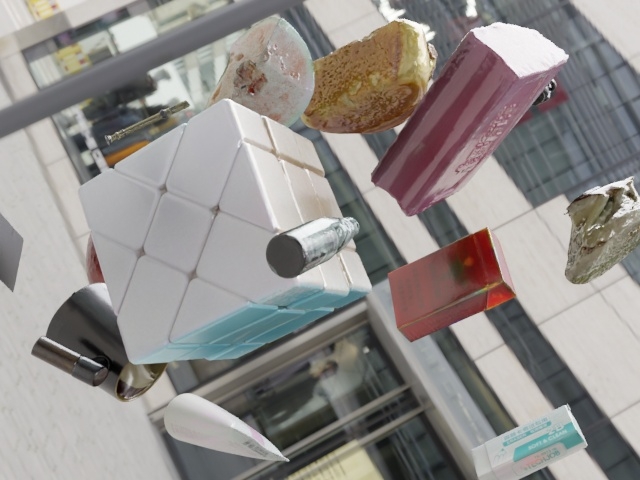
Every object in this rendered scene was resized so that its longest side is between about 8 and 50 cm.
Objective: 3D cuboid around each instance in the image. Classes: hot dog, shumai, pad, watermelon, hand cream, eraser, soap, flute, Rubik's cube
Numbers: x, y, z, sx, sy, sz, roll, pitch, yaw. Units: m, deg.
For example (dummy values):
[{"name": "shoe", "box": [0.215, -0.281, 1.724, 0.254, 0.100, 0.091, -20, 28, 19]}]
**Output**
[{"name": "hot dog", "box": [0.141, -0.406, 2.020, 0.223, 0.405, 0.185, 18, 64, -45]}, {"name": "shumai", "box": [0.477, -0.023, 1.327, 0.120, 0.201, 0.201, 52, -13, 24]}, {"name": "pad", "box": [-0.776, -0.004, 1.837, 0.243, 0.004, 0.163, 72, 11, -54]}, {"name": "watermelon", "box": [-0.146, -0.387, 1.921, 0.188, 0.322, 0.175, 32, 20, -38]}, {"name": "hand cream", "box": [-0.242, 0.451, 1.859, 0.359, 0.118, 0.185, 2, -34, 48]}, {"name": "eraser", "box": [0.425, 0.425, 1.587, 0.052, 0.225, 0.095, 56, 13, -19]}, {"name": "soap", "box": [0.267, -0.226, 1.432, 0.128, 0.233, 0.359, 47, -48, 14]}, {"name": "flute", "box": [-0.434, -0.301, 1.955, 0.027, 0.233, 0.027, 49, -22, 28]}, {"name": "Rubik's cube", "box": [-0.151, 0.002, 1.292, 0.316, 0.322, 0.318, 16, 50, -66]}]

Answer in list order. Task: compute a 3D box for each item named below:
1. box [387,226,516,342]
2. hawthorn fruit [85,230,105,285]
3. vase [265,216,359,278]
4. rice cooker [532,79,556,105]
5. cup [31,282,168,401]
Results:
[{"name": "box", "box": [0.343, 0.118, 2.057, 0.089, 0.313, 0.197, 45, 28, -38]}, {"name": "hawthorn fruit", "box": [-0.469, 0.075, 2.021, 0.284, 0.285, 0.368, 79, 8, -59]}, {"name": "vase", "box": [0.000, 0.000, 1.042, 0.060, 0.060, 0.211, 63, 27, 2]}, {"name": "rice cooker", "box": [0.429, -0.358, 1.677, 0.112, 0.165, 0.106, -22, -120, 56]}, {"name": "cup", "box": [-0.409, 0.208, 1.415, 0.177, 0.239, 0.166, 33, -51, 22]}]
